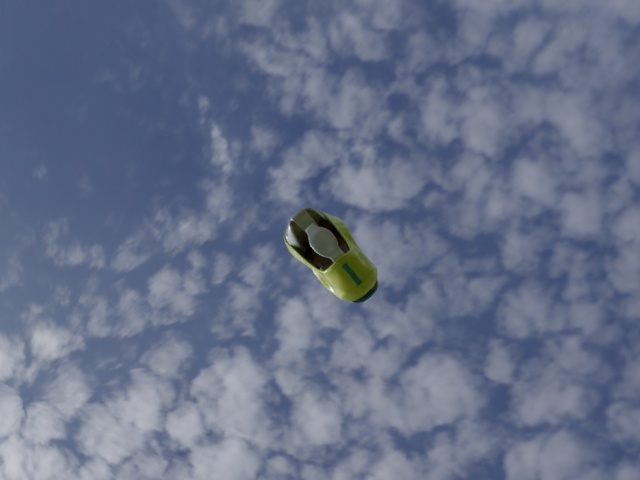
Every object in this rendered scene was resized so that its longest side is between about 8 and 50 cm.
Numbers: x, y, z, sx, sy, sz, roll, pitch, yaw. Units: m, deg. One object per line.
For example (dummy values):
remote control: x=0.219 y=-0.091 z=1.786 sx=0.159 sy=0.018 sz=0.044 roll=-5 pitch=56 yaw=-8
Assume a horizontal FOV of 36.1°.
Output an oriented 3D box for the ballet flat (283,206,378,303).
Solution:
ballet flat: x=0.000 y=0.000 z=1.219 sx=0.077 sy=0.231 sz=0.077 roll=-44 pitch=-58 yaw=-1
